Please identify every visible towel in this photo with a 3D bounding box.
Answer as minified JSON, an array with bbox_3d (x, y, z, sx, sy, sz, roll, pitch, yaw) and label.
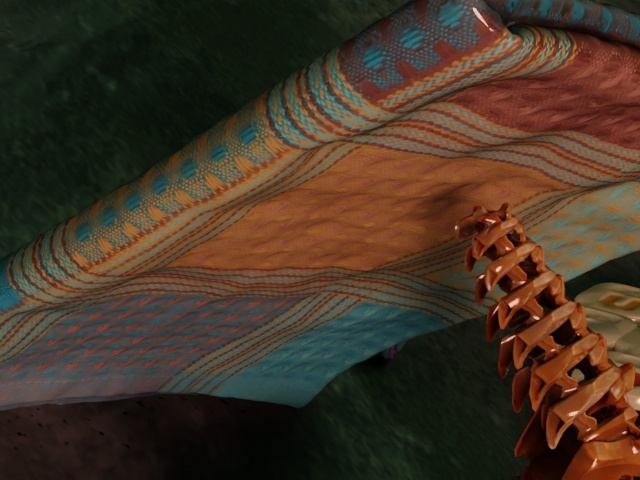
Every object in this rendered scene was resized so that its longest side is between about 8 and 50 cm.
[{"bbox_3d":[0.014,0.006,0.652,0.271,0.370,0.040,4,67,-44],"label":"towel"}]

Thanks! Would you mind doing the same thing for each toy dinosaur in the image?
[{"bbox_3d":[0.075,0.148,0.629,0.218,0.164,0.321,-13,90,-14],"label":"toy dinosaur"}]

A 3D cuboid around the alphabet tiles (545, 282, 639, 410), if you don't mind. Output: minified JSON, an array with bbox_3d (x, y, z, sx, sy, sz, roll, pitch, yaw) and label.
[{"bbox_3d":[0.284,0.081,0.998,0.284,0.021,0.278,15,18,28],"label":"alphabet tiles"}]

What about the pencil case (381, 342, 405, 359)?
[{"bbox_3d":[0.000,0.000,0.912,0.152,0.064,0.070,36,15,-1],"label":"pencil case"}]
